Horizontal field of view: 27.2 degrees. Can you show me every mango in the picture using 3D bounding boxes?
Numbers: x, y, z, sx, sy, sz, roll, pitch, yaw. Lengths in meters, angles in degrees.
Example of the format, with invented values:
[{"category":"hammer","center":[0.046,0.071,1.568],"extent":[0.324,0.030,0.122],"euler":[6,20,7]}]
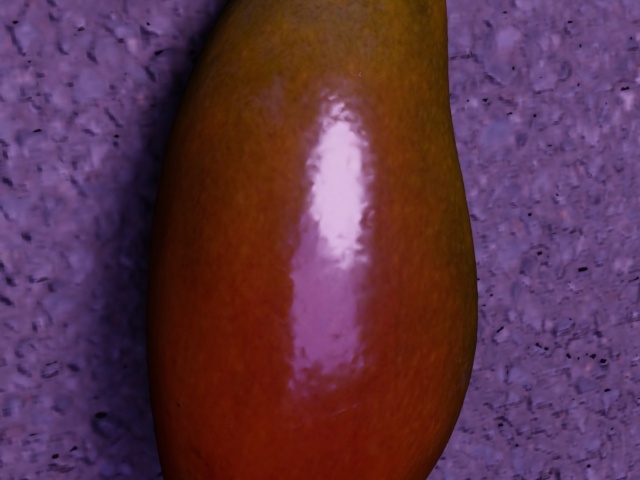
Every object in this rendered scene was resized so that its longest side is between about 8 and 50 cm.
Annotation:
[{"category":"mango","center":[-0.005,0.002,0.574],"extent":[0.146,0.129,0.289],"euler":[-3,92,-18]}]
